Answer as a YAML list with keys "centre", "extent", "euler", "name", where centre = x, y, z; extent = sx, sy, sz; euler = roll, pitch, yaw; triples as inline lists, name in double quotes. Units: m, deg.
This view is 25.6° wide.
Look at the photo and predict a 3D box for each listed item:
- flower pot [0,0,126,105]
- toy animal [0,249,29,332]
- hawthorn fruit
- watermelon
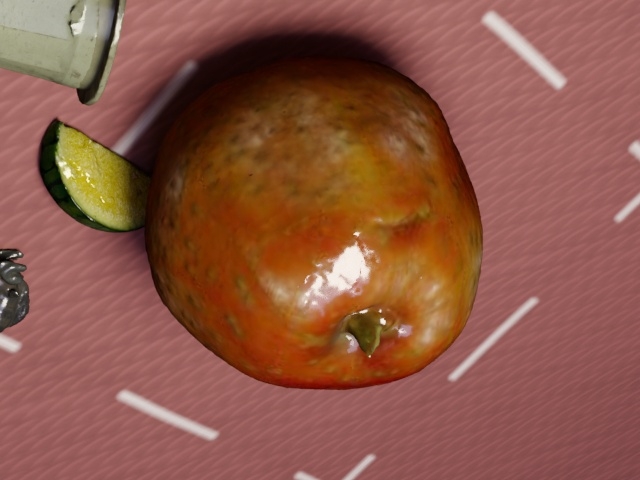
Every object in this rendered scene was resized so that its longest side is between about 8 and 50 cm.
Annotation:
- centre: [-0.303, -0.256, 1.388]
  extent: [0.202, 0.212, 0.212]
  euler: [10, 122, -23]
  name: "flower pot"
- centre: [-0.440, 0.109, 1.695]
  extent: [0.148, 0.084, 0.233]
  euler: [19, 113, -36]
  name: "toy animal"
- centre: [0.000, 0.000, 1.606]
  extent: [0.402, 0.403, 0.403]
  euler: [-13, 131, -15]
  name: "hawthorn fruit"
- centre: [-0.271, -0.059, 1.670]
  extent: [0.181, 0.075, 0.092]
  euler: [30, 66, -40]
  name: "watermelon"
